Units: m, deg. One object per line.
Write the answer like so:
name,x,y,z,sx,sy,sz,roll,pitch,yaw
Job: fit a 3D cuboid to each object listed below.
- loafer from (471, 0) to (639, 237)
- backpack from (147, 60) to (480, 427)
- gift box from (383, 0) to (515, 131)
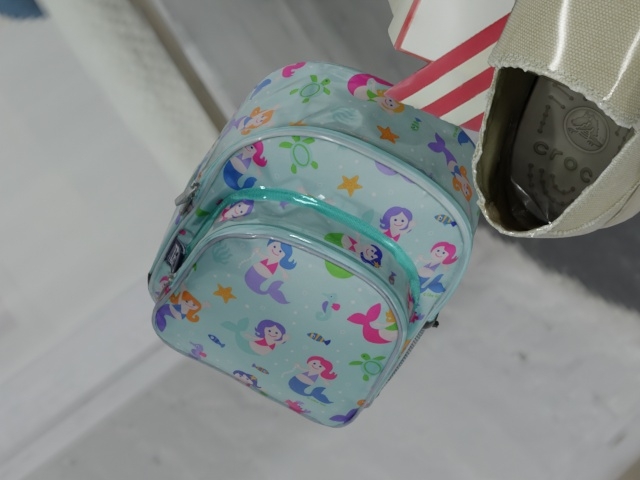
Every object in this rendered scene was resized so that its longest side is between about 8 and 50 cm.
loafer,0.134,-0.099,0.813,0.102,0.092,0.268,28,133,23
backpack,0.000,0.000,1.361,0.225,0.191,0.253,29,127,-7
gift box,0.161,-0.206,1.168,0.276,0.258,0.255,15,110,-10
